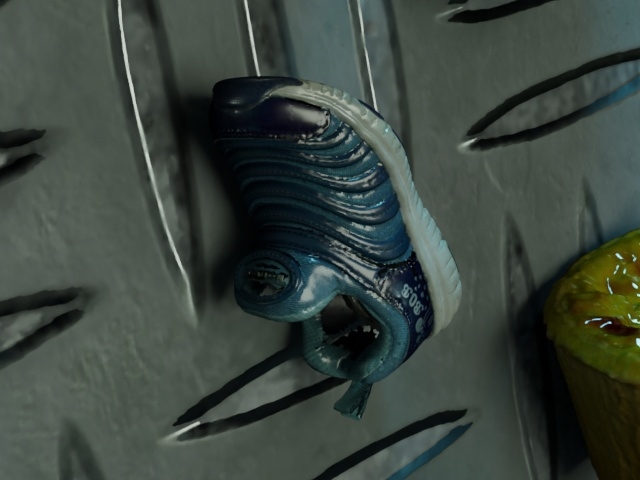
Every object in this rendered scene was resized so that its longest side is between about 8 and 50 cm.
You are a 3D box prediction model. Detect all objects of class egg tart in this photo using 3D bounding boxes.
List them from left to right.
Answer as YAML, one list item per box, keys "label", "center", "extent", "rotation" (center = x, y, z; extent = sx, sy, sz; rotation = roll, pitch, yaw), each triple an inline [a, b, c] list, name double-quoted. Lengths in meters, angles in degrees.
- label: "egg tart"
  center: [0.251, 0.091, 1.044]
  extent: [0.202, 0.202, 0.147]
  rotation: [-33, 124, -36]

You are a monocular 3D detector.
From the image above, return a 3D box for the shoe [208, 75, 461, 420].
- label: "shoe"
  center: [0.000, 0.000, 0.860]
  extent: [0.106, 0.091, 0.207]
  rotation: [-53, 130, -32]
